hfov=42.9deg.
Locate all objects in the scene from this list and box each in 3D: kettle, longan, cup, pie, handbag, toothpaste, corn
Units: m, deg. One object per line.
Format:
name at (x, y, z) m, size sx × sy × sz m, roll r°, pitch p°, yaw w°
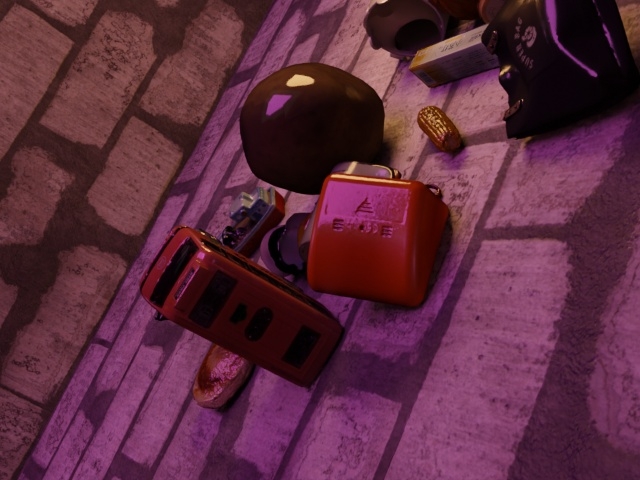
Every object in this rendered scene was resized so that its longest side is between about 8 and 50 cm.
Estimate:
kettle at (0.084, -0.059, 1.909) m, size 0.240 × 0.165 × 0.255 m, roll -10°, pitch 48°, yaw 44°
longan at (-0.025, -0.290, 2.106) m, size 0.404 × 0.404 × 0.336 m, roll -32°, pitch 69°, yaw 44°
cup at (0.245, -0.635, 2.239) m, size 0.290 × 0.219 × 0.258 m, roll 100°, pitch -174°, yaw -58°
pie at (-0.262, 0.349, 2.154) m, size 0.205 × 0.084 × 0.179 m, roll -51°, pitch 25°, yaw 7°
handbag at (0.426, -0.365, 1.551) m, size 0.288 × 0.152 × 0.343 m, roll -41°, pitch 54°, yaw 55°
toothpaste at (0.337, -0.442, 1.959) m, size 0.071 × 0.089 × 0.312 m, roll -59°, pitch 23°, yaw -16°
corn at (0.274, -0.261, 1.885) m, size 0.068 × 0.068 × 0.207 m, roll -51°, pitch 25°, yaw 15°

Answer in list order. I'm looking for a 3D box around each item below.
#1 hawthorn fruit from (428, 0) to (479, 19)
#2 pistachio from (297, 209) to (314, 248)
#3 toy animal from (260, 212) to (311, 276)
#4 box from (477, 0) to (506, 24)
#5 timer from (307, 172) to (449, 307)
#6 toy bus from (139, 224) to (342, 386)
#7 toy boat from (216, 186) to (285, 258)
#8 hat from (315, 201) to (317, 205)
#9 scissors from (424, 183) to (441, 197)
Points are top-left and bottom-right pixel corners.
hawthorn fruit at (0.363, -0.673, 1.992) m, size 0.258 × 0.261 × 0.258 m, roll 27°, pitch 126°, yaw 45°
pistachio at (0.001, 0.000, 2.039) m, size 0.100 × 0.110 × 0.189 m, roll -12°, pitch 60°, yaw 24°
toy animal at (-0.075, 0.016, 2.154) m, size 0.166 × 0.138 × 0.179 m, roll -46°, pitch 10°, yaw -23°
box at (0.421, -0.550, 1.905) m, size 0.105 × 0.105 × 0.037 m, roll -46°, pitch 32°, yaw 25°
timer at (0.109, 0.001, 1.697) m, size 0.257 × 0.161 × 0.250 m, roll 8°, pitch 78°, yaw 24°
toy bus at (-0.175, 0.152, 1.815) m, size 0.203 × 0.426 × 0.233 m, roll -58°, pitch 27°, yaw 0°
toy boat at (-0.256, -0.035, 2.538) m, size 0.332 × 0.133 × 0.145 m, roll -46°, pitch 28°, yaw 24°
hat at (0.044, -0.092, 2.128) m, size 0.121 × 0.050 × 0.121 m, roll -18°, pitch 3°, yaw 1°
scissors at (0.137, -0.071, 1.804) m, size 0.247 × 0.017 × 0.144 m, roll 5°, pitch 58°, yaw 21°
